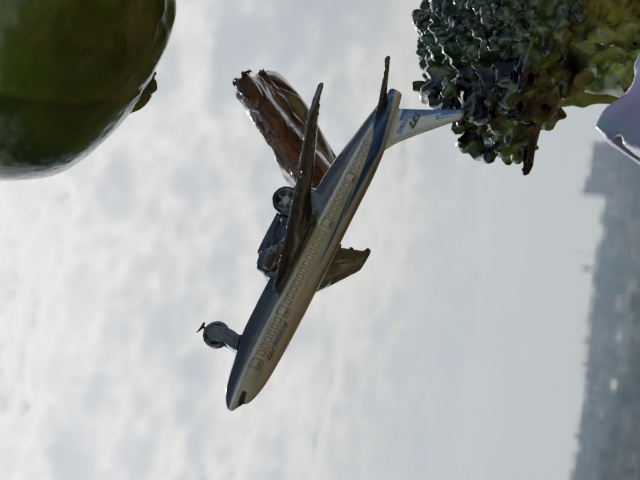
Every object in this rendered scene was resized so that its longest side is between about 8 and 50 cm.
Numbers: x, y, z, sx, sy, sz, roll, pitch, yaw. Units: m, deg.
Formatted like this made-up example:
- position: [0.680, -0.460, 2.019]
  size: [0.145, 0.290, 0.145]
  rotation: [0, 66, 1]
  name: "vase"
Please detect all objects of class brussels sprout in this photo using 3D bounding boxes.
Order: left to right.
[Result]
- position: [-0.208, -0.155, 1.021]
  size: [0.244, 0.244, 0.244]
  rotation: [6, -90, -78]
  name: "brussels sprout"

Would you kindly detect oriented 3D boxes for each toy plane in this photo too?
- position: [-0.002, -0.003, 0.827]
  size: [0.226, 0.058, 0.226]
  rotation: [-53, -21, -14]
  name: "toy plane"

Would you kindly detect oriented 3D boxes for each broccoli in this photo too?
- position: [0.249, -0.214, 1.412]
  size: [0.293, 0.281, 0.348]
  rotation: [-47, 18, 53]
  name: "broccoli"

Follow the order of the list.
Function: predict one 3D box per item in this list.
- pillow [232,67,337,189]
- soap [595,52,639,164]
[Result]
- position: [-0.032, -0.103, 1.362]
  size: [0.135, 0.049, 0.248]
  rotation: [57, -173, -4]
  name: "pillow"
- position: [0.220, -0.030, 0.694]
  size: [0.056, 0.149, 0.100]
  rotation: [-57, 29, 5]
  name: "soap"
